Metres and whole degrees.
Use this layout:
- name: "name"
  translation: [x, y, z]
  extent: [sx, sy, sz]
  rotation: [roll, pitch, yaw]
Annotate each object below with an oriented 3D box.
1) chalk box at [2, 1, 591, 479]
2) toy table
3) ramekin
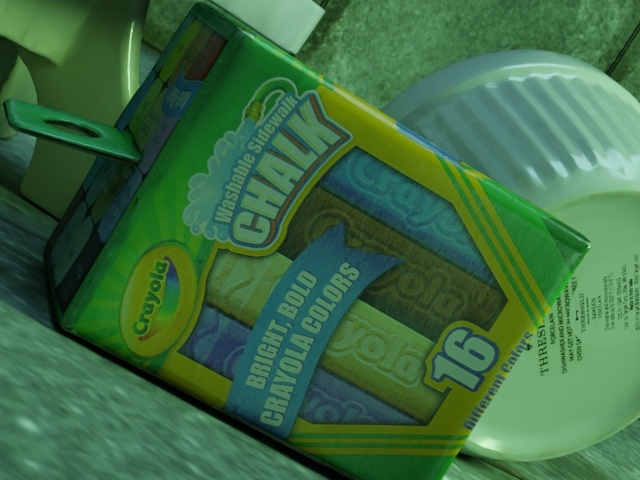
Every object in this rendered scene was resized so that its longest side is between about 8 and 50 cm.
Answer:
- name: "chalk box"
  translation: [-0.027, -0.010, 0.655]
  extent: [0.213, 0.132, 0.132]
  rotation: [31, 6, -18]
- name: "toy table"
  translation: [-0.154, -0.123, 0.780]
  extent: [0.274, 0.161, 0.252]
  rotation: [35, 6, 13]
- name: "ramekin"
  translation: [0.106, 0.017, 0.829]
  extent: [0.207, 0.207, 0.109]
  rotation: [28, 16, -35]
